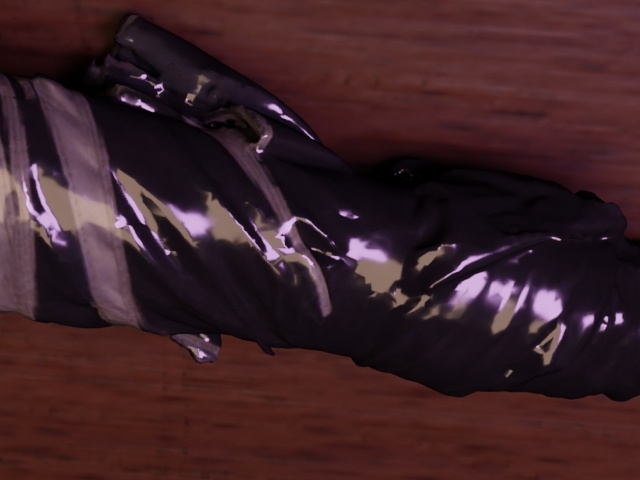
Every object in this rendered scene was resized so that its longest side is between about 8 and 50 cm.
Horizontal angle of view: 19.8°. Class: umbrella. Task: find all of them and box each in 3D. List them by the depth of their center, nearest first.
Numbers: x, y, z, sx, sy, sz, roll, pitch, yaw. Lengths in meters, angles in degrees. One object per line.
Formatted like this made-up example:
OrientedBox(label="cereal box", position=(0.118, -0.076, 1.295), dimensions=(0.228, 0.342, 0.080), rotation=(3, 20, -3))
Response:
OrientedBox(label="umbrella", position=(-0.002, 0.003, 0.685), dimensions=(0.357, 0.106, 0.113), rotation=(10, 127, -12))
